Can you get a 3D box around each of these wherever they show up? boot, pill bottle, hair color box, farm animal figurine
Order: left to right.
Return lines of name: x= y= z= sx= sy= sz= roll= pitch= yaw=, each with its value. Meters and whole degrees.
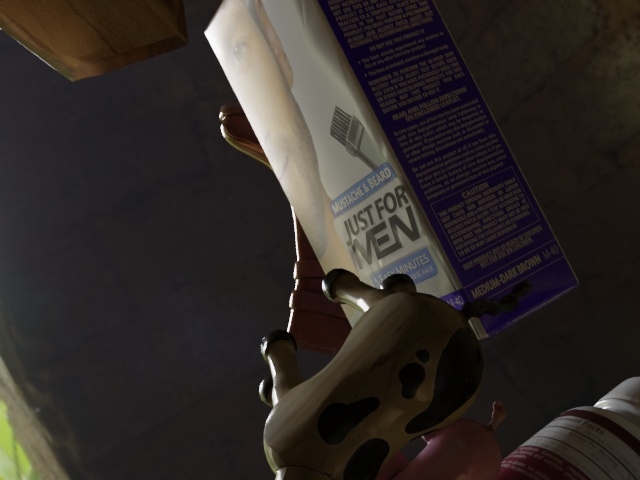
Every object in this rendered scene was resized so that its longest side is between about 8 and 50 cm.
farm animal figurine: x=-0.032 y=0.196 z=0.441 sx=0.326 sy=0.330 sz=0.172 roll=-10 pitch=21 yaw=-14
boot: x=0.000 y=0.000 z=0.912 sx=0.220 sy=0.283 sz=0.109 roll=-69 pitch=16 yaw=-7
hair color box: x=0.044 y=-0.076 z=0.733 sx=0.110 sy=0.339 sz=0.185 roll=-23 pitch=-5 yaw=-27
pill bottle: x=0.333 y=0.358 z=1.183 sx=0.392 sy=0.224 sz=0.224 roll=-30 pitch=-9 yaw=-23

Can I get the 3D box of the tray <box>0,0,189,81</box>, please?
tray: x=-0.161 y=-0.302 z=0.415 sx=0.076 sy=0.411 sz=0.203 roll=-14 pitch=-18 yaw=13
